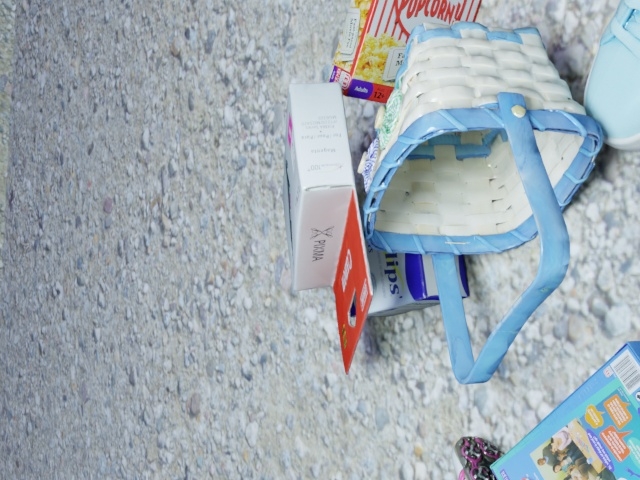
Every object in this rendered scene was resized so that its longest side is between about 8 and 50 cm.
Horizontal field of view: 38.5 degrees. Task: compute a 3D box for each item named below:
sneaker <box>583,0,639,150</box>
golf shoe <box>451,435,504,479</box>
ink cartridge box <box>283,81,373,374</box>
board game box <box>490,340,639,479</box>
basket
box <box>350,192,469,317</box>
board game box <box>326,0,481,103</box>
[{"bbox_3d":[0.300,-0.240,0.737,0.135,0.150,0.366,52,127,41],"label":"sneaker"},{"bbox_3d":[0.174,0.290,0.929,0.086,0.067,0.186,-53,49,38],"label":"golf shoe"},{"bbox_3d":[0.000,0.000,1.014,0.275,0.060,0.239,98,167,-65],"label":"ink cartridge box"},{"bbox_3d":[0.266,0.217,0.832,0.210,0.047,0.160,-54,49,35],"label":"board game box"},{"bbox_3d":[0.145,-0.037,0.861,0.255,0.201,0.289,107,155,-55],"label":"basket"},{"bbox_3d":[0.091,0.017,1.053,0.137,0.072,0.126,-21,72,50],"label":"box"},{"bbox_3d":[0.100,-0.244,1.000,0.045,0.146,0.194,37,116,48],"label":"board game box"}]
